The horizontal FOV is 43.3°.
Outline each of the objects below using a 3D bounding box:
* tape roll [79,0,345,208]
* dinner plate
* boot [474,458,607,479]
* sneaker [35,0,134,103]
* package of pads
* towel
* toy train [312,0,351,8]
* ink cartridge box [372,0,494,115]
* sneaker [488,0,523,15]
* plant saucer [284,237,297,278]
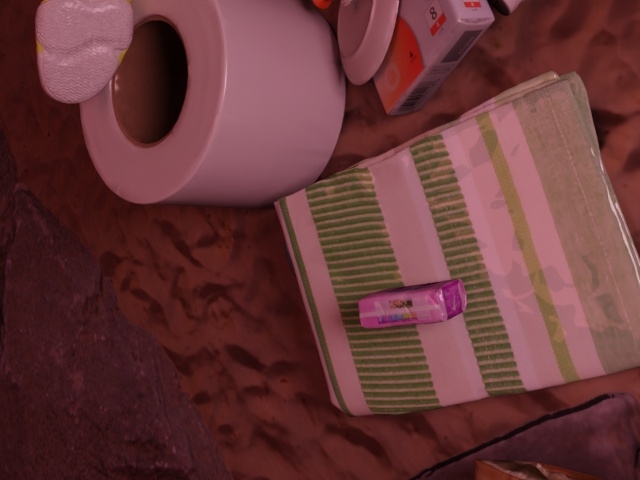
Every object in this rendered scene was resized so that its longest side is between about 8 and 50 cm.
[{"bbox_3d":[-0.117,-0.156,0.851,0.246,0.169,0.246,-1,88,42],"label":"tape roll"},{"bbox_3d":[0.040,-0.220,0.768,0.141,0.017,0.141,-174,90,-71],"label":"dinner plate"},{"bbox_3d":[0.138,0.318,0.689,0.236,0.089,0.270,6,94,31],"label":"boot"},{"bbox_3d":[-0.234,-0.262,0.803,0.126,0.091,0.240,45,120,54],"label":"sneaker"},{"bbox_3d":[0.079,0.055,0.694,0.083,0.050,0.032,-11,93,36],"label":"package of pads"},{"bbox_3d":[0.113,0.022,0.723,0.325,0.038,0.248,-21,80,35],"label":"towel"},{"bbox_3d":[0.023,-0.306,0.764,0.166,0.046,0.125,-70,19,3],"label":"toy train"},{"bbox_3d":[0.074,-0.227,0.729,0.179,0.045,0.145,68,153,15],"label":"ink cartridge box"},{"bbox_3d":[0.146,-0.261,0.702,0.061,0.053,0.152,-35,61,10],"label":"sneaker"},{"bbox_3d":[0.000,0.000,0.847,0.119,0.021,0.119,0,90,42],"label":"plant saucer"}]
